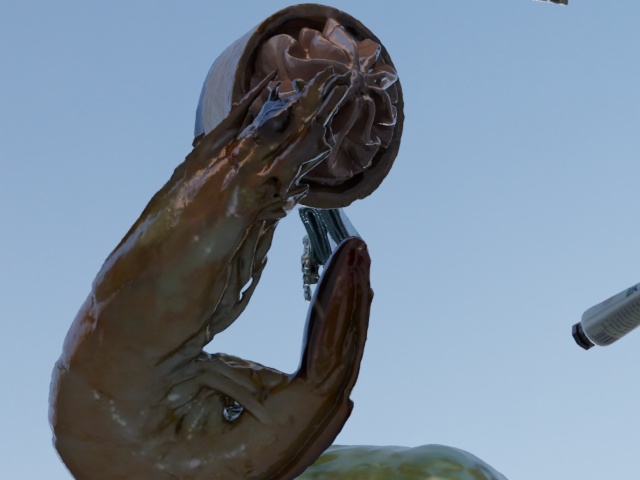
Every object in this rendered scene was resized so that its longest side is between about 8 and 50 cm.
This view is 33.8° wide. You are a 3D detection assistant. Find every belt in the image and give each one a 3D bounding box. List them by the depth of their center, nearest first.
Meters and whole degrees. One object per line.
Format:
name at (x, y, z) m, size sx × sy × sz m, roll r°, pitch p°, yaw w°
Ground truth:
belt at (0.000, -0.004, 1.385) m, size 0.100 × 0.065 × 0.179 m, roll -10°, pitch -48°, yaw 15°

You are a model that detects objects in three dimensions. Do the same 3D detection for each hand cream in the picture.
hand cream at (0.383, 0.065, 1.215) m, size 0.080 × 0.234 × 0.050 m, roll 12°, pitch -124°, yaw -31°

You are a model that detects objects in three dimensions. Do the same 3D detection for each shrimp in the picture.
shrimp at (-0.034, 0.033, 0.473) m, size 0.133 × 0.053 × 0.236 m, roll 30°, pitch -77°, yaw 0°

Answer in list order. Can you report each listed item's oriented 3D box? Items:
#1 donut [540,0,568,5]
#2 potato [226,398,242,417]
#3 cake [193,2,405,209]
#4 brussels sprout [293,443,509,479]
donut at (0.392, -0.440, 1.195) m, size 0.150 × 0.370 × 0.308 m, roll 37°, pitch -128°, yaw -58°
potato at (-0.173, 0.244, 1.240) m, size 0.289 × 0.296 × 0.397 m, roll -29°, pitch -46°, yaw -6°
cake at (-0.003, -0.116, 0.987) m, size 0.185 × 0.178 × 0.208 m, roll 21°, pitch -92°, yaw -25°
brussels sprout at (0.060, 0.312, 0.896) m, size 0.328 × 0.247 × 0.328 m, roll -18°, pitch -60°, yaw -35°
